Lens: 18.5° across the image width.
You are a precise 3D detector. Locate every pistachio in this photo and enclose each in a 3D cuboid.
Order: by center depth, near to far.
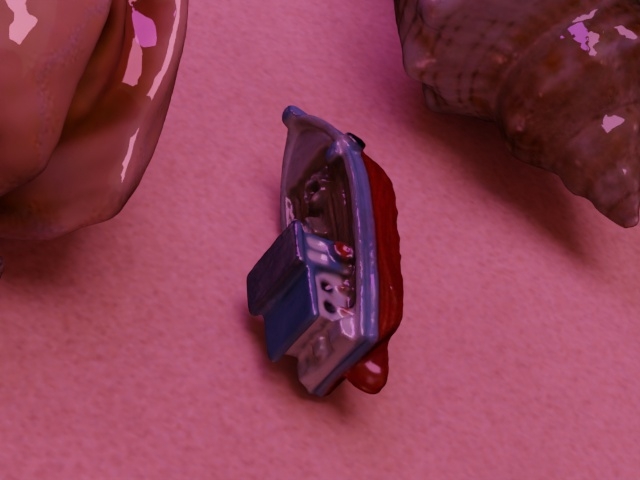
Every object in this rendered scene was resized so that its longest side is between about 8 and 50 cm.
[{"bbox_3d":[-0.175,-0.140,0.929,0.193,0.214,0.318,47,20,-57],"label":"pistachio"}]

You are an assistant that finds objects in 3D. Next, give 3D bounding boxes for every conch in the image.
[{"bbox_3d":[0.131,-0.188,1.130,0.203,0.170,0.386,22,61,-58],"label":"conch"}]

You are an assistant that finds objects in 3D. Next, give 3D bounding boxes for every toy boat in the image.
[{"bbox_3d":[0.000,0.000,0.964,0.059,0.069,0.173,21,43,-24],"label":"toy boat"}]

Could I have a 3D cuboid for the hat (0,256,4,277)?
[{"bbox_3d":[-0.231,-0.001,0.788,0.147,0.085,0.175,44,25,24],"label":"hat"}]
